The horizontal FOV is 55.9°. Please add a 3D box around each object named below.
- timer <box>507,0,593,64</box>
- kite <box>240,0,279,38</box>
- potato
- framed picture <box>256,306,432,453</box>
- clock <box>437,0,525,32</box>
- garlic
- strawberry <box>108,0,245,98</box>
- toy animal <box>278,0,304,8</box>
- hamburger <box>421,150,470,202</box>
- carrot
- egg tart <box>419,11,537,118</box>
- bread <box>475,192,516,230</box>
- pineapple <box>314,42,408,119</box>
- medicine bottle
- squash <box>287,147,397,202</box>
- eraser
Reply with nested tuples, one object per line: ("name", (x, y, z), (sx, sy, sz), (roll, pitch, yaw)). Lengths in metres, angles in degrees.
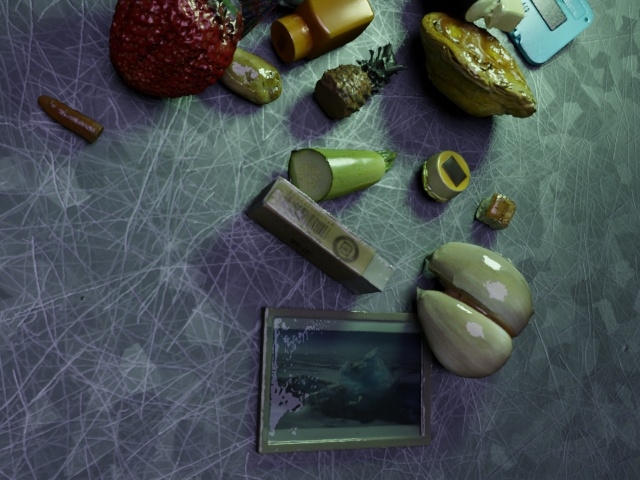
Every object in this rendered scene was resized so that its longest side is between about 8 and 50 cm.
("timer", (0.641, -0.663, 1.770), (0.250, 0.091, 0.232), (-39, 99, -10))
("kite", (-0.153, -0.597, 1.403), (0.183, 0.014, 0.241), (3, 105, 18))
("potato", (-0.165, -0.383, 1.396), (0.170, 0.080, 0.107), (30, 61, -14))
("framed picture", (0.070, 0.327, 1.422), (0.445, 0.028, 0.326), (4, 82, -21))
("clock", (0.410, -0.741, 1.622), (0.276, 0.120, 0.379), (10, 63, -19))
("garlic", (0.378, 0.172, 1.483), (0.286, 0.249, 0.313), (-39, 111, 7))
("strawberry", (-0.317, -0.442, 1.259), (0.288, 0.238, 0.250), (-38, 61, -1))
("toy animal", (-0.043, -0.679, 1.406), (0.125, 0.251, 0.127), (31, 29, 12))
("hamburger", (0.318, -0.163, 1.558), (0.126, 0.081, 0.141), (39, 59, -15))
("carrot", (-0.525, -0.255, 1.255), (0.139, 0.048, 0.048), (31, 73, -13))
("egg tart", (0.391, -0.452, 1.571), (0.351, 0.153, 0.340), (14, 45, -32))
("bread", (0.469, -0.076, 1.608), (0.083, 0.076, 0.070), (29, 70, -17))
("pineapple", (0.103, -0.400, 1.486), (0.248, 0.128, 0.128), (-38, 97, -26))
("medicine bottle", (-0.001, -0.512, 1.438), (0.222, 0.149, 0.112), (-31, 94, -22))
("squash", (0.078, -0.163, 1.440), (0.287, 0.137, 0.137), (-8, 86, -24))
("eraser", (0.000, 0.000, 1.375), (0.343, 0.144, 0.078), (38, 70, -12))
